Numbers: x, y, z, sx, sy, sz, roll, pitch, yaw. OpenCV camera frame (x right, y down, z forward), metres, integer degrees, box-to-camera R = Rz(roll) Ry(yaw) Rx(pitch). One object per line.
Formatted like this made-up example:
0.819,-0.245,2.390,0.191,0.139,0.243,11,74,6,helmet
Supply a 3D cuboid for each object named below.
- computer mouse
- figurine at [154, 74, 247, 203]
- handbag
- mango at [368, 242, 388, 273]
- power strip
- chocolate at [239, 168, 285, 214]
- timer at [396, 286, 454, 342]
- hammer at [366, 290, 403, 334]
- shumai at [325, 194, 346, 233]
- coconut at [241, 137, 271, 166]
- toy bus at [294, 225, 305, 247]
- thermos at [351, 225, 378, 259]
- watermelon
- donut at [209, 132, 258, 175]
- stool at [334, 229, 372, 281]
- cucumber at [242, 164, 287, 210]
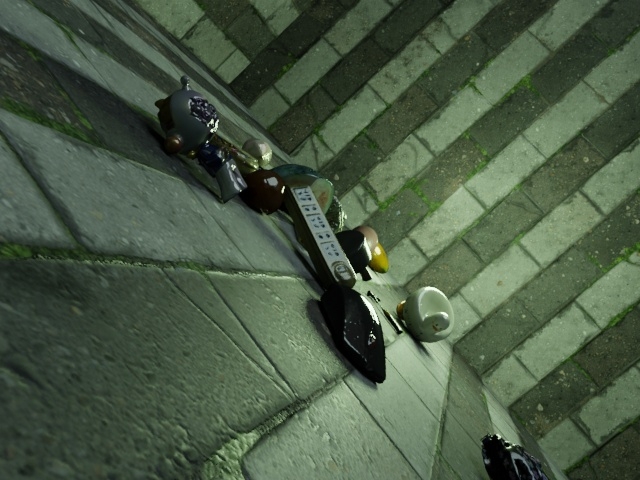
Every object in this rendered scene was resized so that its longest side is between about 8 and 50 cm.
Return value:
0.090,0.194,1.274,0.168,0.087,0.295,48,9,-25,computer mouse
-0.265,-0.215,1.238,0.275,0.133,0.193,63,22,12,figurine
0.506,0.608,1.399,0.208,0.126,0.229,44,17,-35,handbag
0.278,0.078,2.879,0.221,0.120,0.152,52,8,-32,mango
0.000,0.000,1.538,0.092,0.066,0.388,-10,65,-38,power strip
-0.164,-0.131,1.518,0.124,0.128,0.133,18,18,7,chocolate
0.463,0.305,2.285,0.233,0.240,0.234,16,60,-30,timer
0.242,0.267,2.036,0.201,0.021,0.078,54,9,35,hammer
0.008,-0.092,2.149,0.184,0.184,0.142,49,-16,8,shumai
-0.231,-0.316,2.019,0.110,0.110,0.124,44,1,-31,coconut
-0.039,-0.036,1.794,0.074,0.081,0.226,40,13,-18,toy bus
0.188,0.036,2.548,0.265,0.145,0.177,-54,128,-74,thermos
-0.081,-0.198,1.940,0.175,0.188,0.322,53,7,27,watermelon
-0.252,-0.238,1.543,0.174,0.068,0.174,33,5,-3,donut
0.067,0.073,1.666,0.153,0.228,0.139,2,-52,38,stool
-0.181,-0.181,1.729,0.241,0.074,0.074,41,10,-38,cucumber
